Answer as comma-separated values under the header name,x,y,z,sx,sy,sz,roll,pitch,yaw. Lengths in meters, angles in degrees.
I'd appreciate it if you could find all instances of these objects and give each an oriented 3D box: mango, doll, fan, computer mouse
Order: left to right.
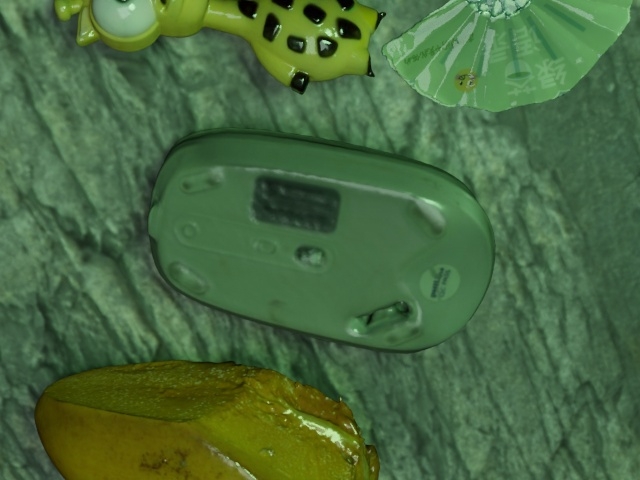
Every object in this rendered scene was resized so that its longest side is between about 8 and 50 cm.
name,x,y,z,sx,sy,sz,roll,pitch,yaw
mango,-0.117,0.214,1.124,0.350,0.201,0.199,10,83,5
doll,-0.089,-0.202,1.008,0.291,0.086,0.117,11,71,-2
computer mouse,0.000,-0.002,1.085,0.331,0.095,0.197,14,110,4
fan,0.179,-0.185,1.054,0.240,0.009,0.131,-15,113,6
